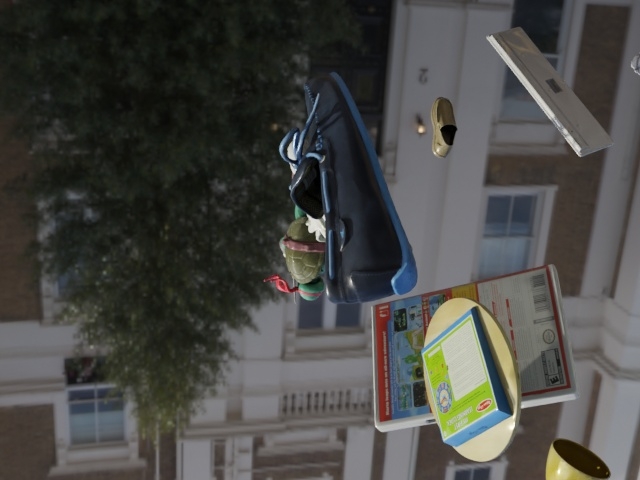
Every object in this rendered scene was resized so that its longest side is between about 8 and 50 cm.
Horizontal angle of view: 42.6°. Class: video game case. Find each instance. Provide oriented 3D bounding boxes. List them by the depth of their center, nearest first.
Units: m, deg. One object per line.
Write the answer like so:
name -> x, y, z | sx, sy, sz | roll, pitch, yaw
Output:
video game case -> 0.210, 0.154, 1.179 | 0.285, 0.025, 0.204 | -15, -128, 21

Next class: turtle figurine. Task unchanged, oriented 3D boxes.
turtle figurine -> 0.000, 0.000, 1.206 | 0.175, 0.234, 0.118 | 11, -164, 26

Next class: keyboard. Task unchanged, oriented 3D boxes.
keyboard -> 0.355, -0.237, 1.278 | 0.072, 0.014, 0.256 | -17, -116, -29

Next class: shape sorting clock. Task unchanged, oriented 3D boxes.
shape sorting clock -> 0.190, 0.175, 1.046 | 0.040, 0.206, 0.206 | 1, -162, -23

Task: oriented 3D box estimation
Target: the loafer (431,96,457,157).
loafer -> 0.284, -0.259, 1.856 | 0.056, 0.148, 0.050 | 9, 162, -27

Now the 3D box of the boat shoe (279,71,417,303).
boat shoe -> 0.009, -0.058, 0.736 | 0.089, 0.109, 0.258 | -20, -135, 5

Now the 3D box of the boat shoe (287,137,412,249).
boat shoe -> 0.014, -0.031, 0.962 | 0.083, 0.076, 0.226 | 12, -148, -44

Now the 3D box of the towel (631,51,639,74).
towel -> 0.526, -0.182, 0.889 | 0.283, 0.121, 0.235 | -17, -168, -10

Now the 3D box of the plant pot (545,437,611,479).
plant pot -> 0.540, 0.506, 1.769 | 0.134, 0.095, 0.134 | 21, -163, -7
